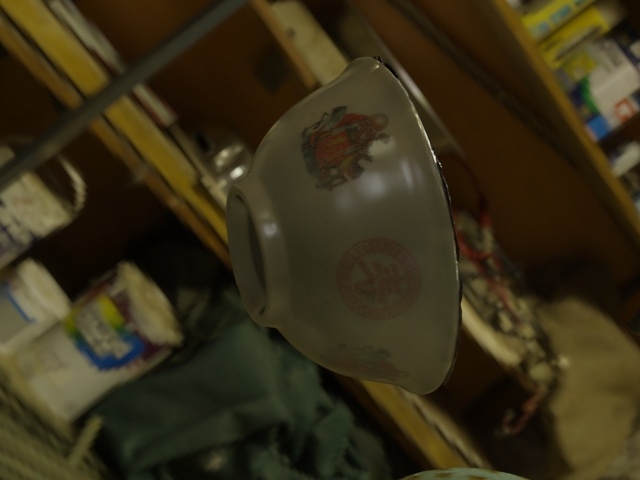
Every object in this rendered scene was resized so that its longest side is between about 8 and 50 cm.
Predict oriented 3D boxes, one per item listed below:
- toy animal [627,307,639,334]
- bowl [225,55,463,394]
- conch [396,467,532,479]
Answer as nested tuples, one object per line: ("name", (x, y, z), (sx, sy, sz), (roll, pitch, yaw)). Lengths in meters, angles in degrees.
("toy animal", (0.282, 0.097, 1.045), (0.105, 0.070, 0.202), (46, 15, -30))
("bowl", (0.000, 0.000, 1.451), (0.345, 0.157, 0.345), (169, -90, -74))
("conch", (0.074, 0.173, 0.683), (0.172, 0.131, 0.200), (35, 5, 11))
